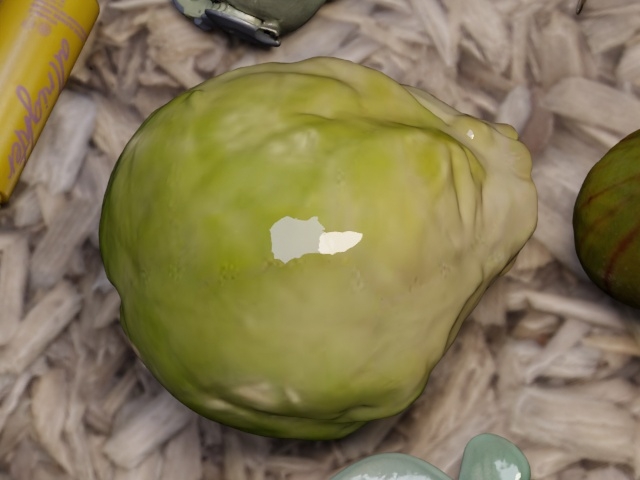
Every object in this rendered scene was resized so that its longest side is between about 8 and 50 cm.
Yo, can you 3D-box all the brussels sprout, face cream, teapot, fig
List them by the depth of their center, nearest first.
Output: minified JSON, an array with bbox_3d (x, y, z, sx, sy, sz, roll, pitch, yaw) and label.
[{"bbox_3d":[0.254,-0.047,1.347,0.151,0.259,0.151,-1,63,2],"label":"fig"},{"bbox_3d":[-0.007,0.008,1.398,0.317,0.242,0.273,5,44,8],"label":"brussels sprout"},{"bbox_3d":[-0.265,-0.087,1.565,0.078,0.078,0.273,18,72,18],"label":"face cream"},{"bbox_3d":[-0.061,-0.215,1.565,0.149,0.111,0.108,24,88,14],"label":"teapot"}]

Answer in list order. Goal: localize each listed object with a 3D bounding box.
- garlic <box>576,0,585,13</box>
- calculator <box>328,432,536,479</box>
[{"bbox_3d":[0.238,-0.370,1.575,0.196,0.151,0.338,-29,70,28],"label":"garlic"},{"bbox_3d":[0.041,0.257,1.381,0.295,0.042,0.184,-41,66,-4],"label":"calculator"}]
